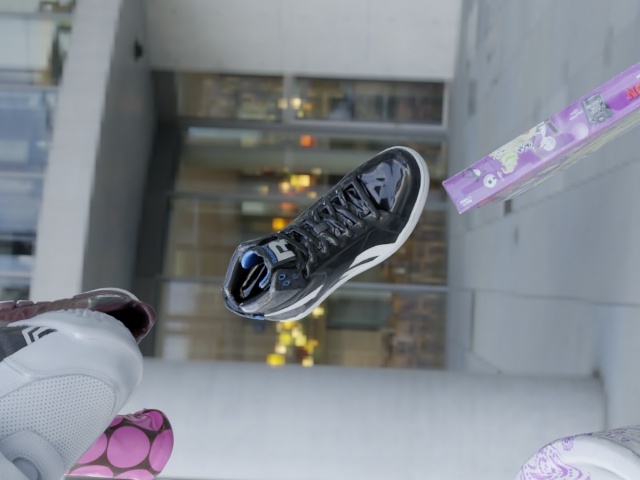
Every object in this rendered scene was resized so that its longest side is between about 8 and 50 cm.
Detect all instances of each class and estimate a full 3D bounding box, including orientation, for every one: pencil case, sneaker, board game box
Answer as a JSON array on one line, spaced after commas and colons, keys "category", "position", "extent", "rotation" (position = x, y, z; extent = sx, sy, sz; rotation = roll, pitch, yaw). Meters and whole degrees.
[{"category": "pencil case", "position": [-0.278, 0.221, 1.484], "extent": [0.095, 0.209, 0.098], "rotation": [-52, 40, 32]}, {"category": "sneaker", "position": [0.000, 0.000, 1.170], "extent": [0.217, 0.079, 0.121], "rotation": [-46, -21, 20]}, {"category": "board game box", "position": [0.319, -0.140, 1.446], "extent": [0.208, 0.347, 0.056], "rotation": [-7, -112, -60]}, {"category": "sneaker", "position": [-0.239, 0.213, 0.857], "extent": [0.210, 0.366, 0.137], "rotation": [43, 165, 42]}, {"category": "sneaker", "position": [-0.316, 0.109, 1.467], "extent": [0.162, 0.281, 0.106], "rotation": [-10, 97, 65]}]

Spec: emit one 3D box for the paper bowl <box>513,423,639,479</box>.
[{"category": "paper bowl", "position": [0.269, 0.283, 1.006], "extent": [0.284, 0.148, 0.284], "rotation": [17, 109, 60]}]
